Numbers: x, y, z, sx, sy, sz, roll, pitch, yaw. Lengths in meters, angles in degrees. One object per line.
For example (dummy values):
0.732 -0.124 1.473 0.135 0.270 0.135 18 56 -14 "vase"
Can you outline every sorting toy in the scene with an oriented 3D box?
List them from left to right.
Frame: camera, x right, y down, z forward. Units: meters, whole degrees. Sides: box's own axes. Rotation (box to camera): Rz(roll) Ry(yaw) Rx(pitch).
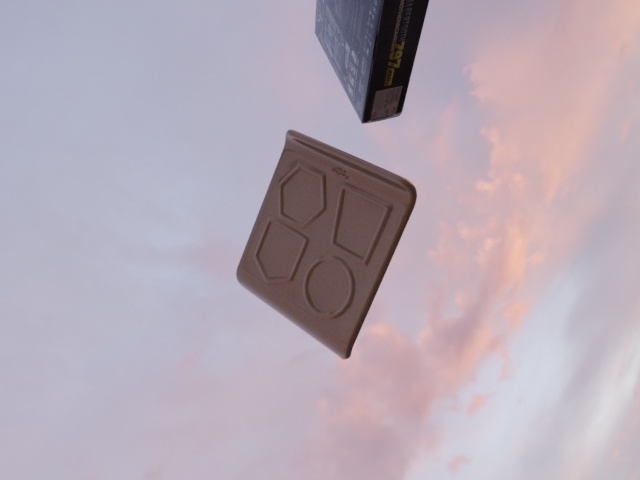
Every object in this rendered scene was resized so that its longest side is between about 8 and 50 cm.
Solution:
0.000 0.000 0.636 0.038 0.193 0.209 2 -67 -51 "sorting toy"

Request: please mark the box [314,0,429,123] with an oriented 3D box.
0.052 -0.279 0.627 0.059 0.184 0.233 -15 -31 -14 "box"
